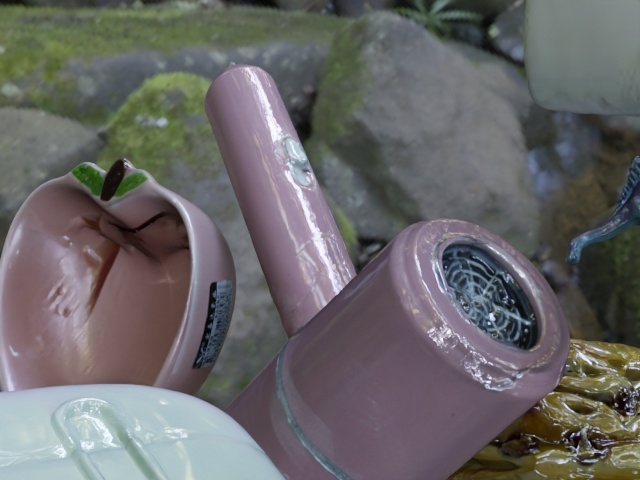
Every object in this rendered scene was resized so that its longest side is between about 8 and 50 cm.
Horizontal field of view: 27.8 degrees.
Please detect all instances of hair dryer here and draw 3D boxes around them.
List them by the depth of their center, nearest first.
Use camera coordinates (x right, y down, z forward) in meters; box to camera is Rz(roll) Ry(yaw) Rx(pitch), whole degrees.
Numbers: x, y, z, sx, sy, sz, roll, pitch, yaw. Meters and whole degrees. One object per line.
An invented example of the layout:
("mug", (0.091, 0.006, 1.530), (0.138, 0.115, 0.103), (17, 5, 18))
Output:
("hair dryer", (0.000, 0.000, 0.828), (0.125, 0.210, 0.352), (6, 49, -40))

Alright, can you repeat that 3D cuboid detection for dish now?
("dish", (-0.138, 0.045, 0.933), (0.090, 0.213, 0.213), (16, 54, -50))

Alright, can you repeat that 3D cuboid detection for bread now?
("bread", (0.248, 0.181, 1.284), (0.324, 0.277, 0.167), (2, 76, -32))

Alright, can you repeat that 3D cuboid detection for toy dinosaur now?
("toy dinosaur", (0.285, -0.036, 1.061), (0.080, 0.197, 0.045), (50, -3, 19))

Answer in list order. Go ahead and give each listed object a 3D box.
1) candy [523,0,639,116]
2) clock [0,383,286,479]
("candy", (0.278, -0.130, 0.613), (0.208, 0.358, 0.145), (0, 94, -25))
("clock", (-0.139, 0.198, 0.364), (0.265, 0.324, 0.108), (-6, 36, -38))
